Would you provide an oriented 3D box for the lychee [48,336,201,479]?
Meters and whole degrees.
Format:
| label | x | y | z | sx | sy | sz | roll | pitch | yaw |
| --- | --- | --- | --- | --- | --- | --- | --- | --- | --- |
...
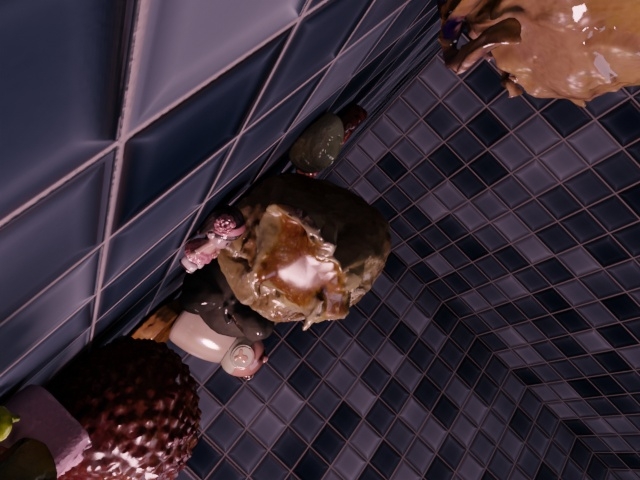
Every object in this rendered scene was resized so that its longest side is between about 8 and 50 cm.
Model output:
| label | x | y | z | sx | sy | sz | roll | pitch | yaw |
| --- | --- | --- | --- | --- | --- | --- | --- | --- | --- |
| lychee | -0.329 | 0.308 | 0.888 | 0.264 | 0.264 | 0.300 | 141 | -31 | -68 |

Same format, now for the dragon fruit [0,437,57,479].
| label | x | y | z | sx | sy | sz | roll | pitch | yaw |
| --- | --- | --- | --- | --- | --- | --- | --- | --- | --- |
| dragon fruit | -0.299 | 0.264 | 0.353 | 0.307 | 0.243 | 0.228 | 54 | -52 | 50 |

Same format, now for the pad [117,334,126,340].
| label | x | y | z | sx | sy | sz | roll | pitch | yaw |
| --- | --- | --- | --- | --- | --- | --- | --- | --- | --- |
| pad | -0.488 | 0.290 | 1.052 | 0.174 | 0.022 | 0.233 | -44 | -176 | 26 |

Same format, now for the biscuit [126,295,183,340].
| label | x | y | z | sx | sy | sz | roll | pitch | yaw |
| --- | --- | --- | --- | --- | --- | --- | --- | --- | --- |
| biscuit | -0.478 | 0.292 | 1.367 | 0.385 | 0.062 | 0.365 | -49 | -179 | 2 |

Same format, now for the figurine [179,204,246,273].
| label | x | y | z | sx | sy | sz | roll | pitch | yaw |
| --- | --- | --- | --- | --- | --- | --- | --- | --- | --- |
| figurine | -0.164 | -0.003 | 0.796 | 0.129 | 0.054 | 0.072 | -38 | 177 | 26 |

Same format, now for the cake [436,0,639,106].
| label | x | y | z | sx | sy | sz | roll | pitch | yaw |
| --- | --- | --- | --- | --- | --- | --- | --- | --- | --- |
| cake | 0.287 | -0.321 | 0.619 | 0.320 | 0.333 | 0.332 | -1 | -154 | 26 |

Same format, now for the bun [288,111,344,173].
| label | x | y | z | sx | sy | sz | roll | pitch | yaw |
| --- | --- | --- | --- | --- | --- | --- | --- | --- | --- |
| bun | 0.001 | -0.163 | 0.926 | 0.115 | 0.069 | 0.115 | -46 | -177 | 3 |

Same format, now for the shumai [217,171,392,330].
| label | x | y | z | sx | sy | sz | roll | pitch | yaw |
| --- | --- | --- | --- | --- | --- | --- | --- | --- | --- |
| shumai | 0.000 | 0.000 | 0.858 | 0.313 | 0.267 | 0.262 | -9 | 177 | -16 |

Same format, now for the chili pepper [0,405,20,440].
| label | x | y | z | sx | sy | sz | roll | pitch | yaw |
| --- | --- | --- | --- | --- | --- | --- | --- | --- | --- |
| chili pepper | -0.375 | 0.222 | 0.502 | 0.048 | 0.043 | 0.208 | -11 | -162 | 36 |

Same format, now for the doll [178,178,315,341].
| label | x | y | z | sx | sy | sz | roll | pitch | yaw |
| --- | --- | --- | --- | --- | --- | --- | --- | --- | --- |
| doll | -0.155 | 0.035 | 1.202 | 0.382 | 0.252 | 0.379 | -62 | 165 | -71 |

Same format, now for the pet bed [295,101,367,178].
| label | x | y | z | sx | sy | sz | roll | pitch | yaw |
| --- | --- | --- | --- | --- | --- | --- | --- | --- | --- |
| pet bed | 0.023 | -0.215 | 1.161 | 0.201 | 0.053 | 0.201 | -50 | -175 | 6 |

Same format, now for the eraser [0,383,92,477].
| label | x | y | z | sx | sy | sz | roll | pitch | yaw |
| --- | --- | --- | --- | --- | --- | --- | --- | --- | --- |
| eraser | -0.455 | 0.354 | 0.593 | 0.272 | 0.122 | 0.359 | -40 | -176 | 41 |

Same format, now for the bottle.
| label | x | y | z | sx | sy | sz | roll | pitch | yaw |
| --- | --- | --- | --- | --- | --- | --- | --- | --- | --- |
| bottle | -0.241 | 0.247 | 1.333 | 0.148 | 0.236 | 0.147 | -55 | 179 | -1 |
